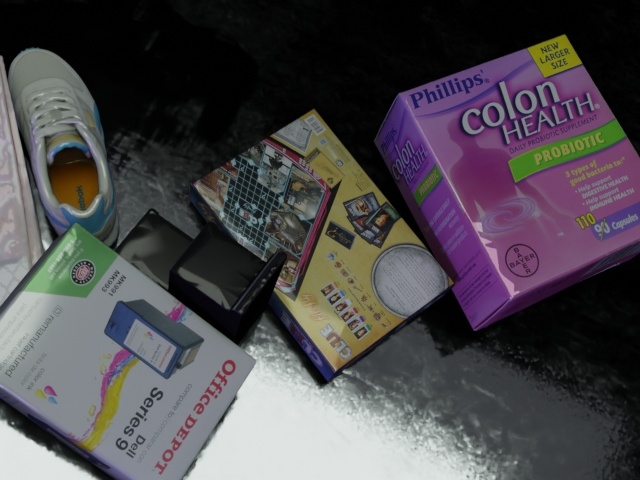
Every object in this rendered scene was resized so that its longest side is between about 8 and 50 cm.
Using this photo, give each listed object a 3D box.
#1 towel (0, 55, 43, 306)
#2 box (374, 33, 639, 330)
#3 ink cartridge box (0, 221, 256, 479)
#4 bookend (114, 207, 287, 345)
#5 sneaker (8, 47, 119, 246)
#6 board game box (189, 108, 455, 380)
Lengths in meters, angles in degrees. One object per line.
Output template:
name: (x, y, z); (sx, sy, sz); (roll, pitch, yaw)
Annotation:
towel: (-0.434, -0.006, 0.893); (0.331, 0.053, 0.317); (-12, 82, -16)
box: (0.213, -0.064, 1.030); (0.213, 0.117, 0.243); (-21, 74, -18)
ink cartridge box: (-0.189, 0.111, 0.869); (0.212, 0.093, 0.154); (41, 67, -15)
bookend: (-0.124, 0.022, 0.911); (0.157, 0.156, 0.072); (35, 67, 5)
sneaker: (-0.256, -0.104, 0.970); (0.087, 0.092, 0.229); (-19, 73, -15)
board game box: (0.000, 0.000, 1.005); (0.165, 0.042, 0.243); (-33, 78, -21)
